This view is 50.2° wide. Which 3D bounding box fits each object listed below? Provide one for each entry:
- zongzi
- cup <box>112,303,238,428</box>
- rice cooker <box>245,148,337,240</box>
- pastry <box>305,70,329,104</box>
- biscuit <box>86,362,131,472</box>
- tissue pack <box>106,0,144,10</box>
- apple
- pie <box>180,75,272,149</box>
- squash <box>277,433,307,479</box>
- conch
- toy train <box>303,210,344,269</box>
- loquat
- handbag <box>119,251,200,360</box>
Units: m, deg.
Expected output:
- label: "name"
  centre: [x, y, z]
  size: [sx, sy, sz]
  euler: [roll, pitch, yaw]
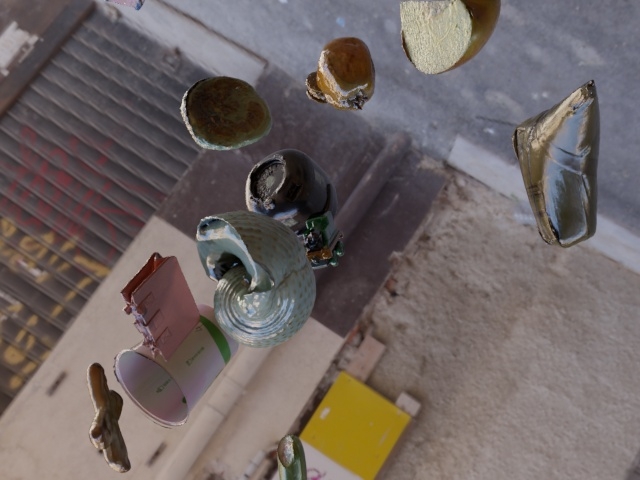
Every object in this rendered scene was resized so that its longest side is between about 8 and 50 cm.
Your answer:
- label: "zongzi"
  centre: [0.444, -0.118, 1.184]
  size: [0.289, 0.122, 0.260]
  euler: [152, 104, -86]
- label: "cup"
  centre: [-0.376, 0.321, 1.846]
  size: [0.253, 0.274, 0.253]
  euler: [19, 130, 24]
- label: "rice cooker"
  centre: [-0.092, -0.132, 2.045]
  size: [0.267, 0.267, 0.224]
  euler: [22, 170, 43]
- label: "pastry"
  centre: [0.009, -0.415, 1.853]
  size: [0.109, 0.097, 0.057]
  euler: [34, 144, 25]
- label: "biscuit"
  centre: [-0.469, 0.389, 1.498]
  size: [0.208, 0.047, 0.164]
  euler: [-115, 6, -49]
- label: "tissue pack"
  centre: [-0.251, -0.412, 0.931]
  size: [0.065, 0.155, 0.115]
  euler: [10, 172, -20]
- label: "apple"
  centre: [0.350, -0.591, 1.887]
  size: [0.179, 0.254, 0.346]
  euler: [50, 169, -31]
- label: "pie"
  centre: [-0.245, -0.328, 1.774]
  size: [0.240, 0.241, 0.054]
  euler: [34, 151, 2]
- label: "squash"
  centre: [-0.064, 0.559, 1.601]
  size: [0.069, 0.069, 0.239]
  euler: [19, 117, 49]
- label: "conch"
  centre: [-0.120, 0.066, 1.420]
  size: [0.319, 0.215, 0.303]
  euler: [-30, 85, 59]
- label: "toy train"
  centre: [0.000, 0.000, 1.870]
  size: [0.228, 0.091, 0.136]
  euler: [-53, -52, -68]
- label: "loquat"
  centre: [0.050, -0.300, 1.242]
  size: [0.112, 0.137, 0.137]
  euler: [-5, 176, -16]
- label: "handbag"
  centre: [-0.356, 0.147, 1.520]
  size: [0.059, 0.157, 0.213]
  euler: [10, 135, 27]
